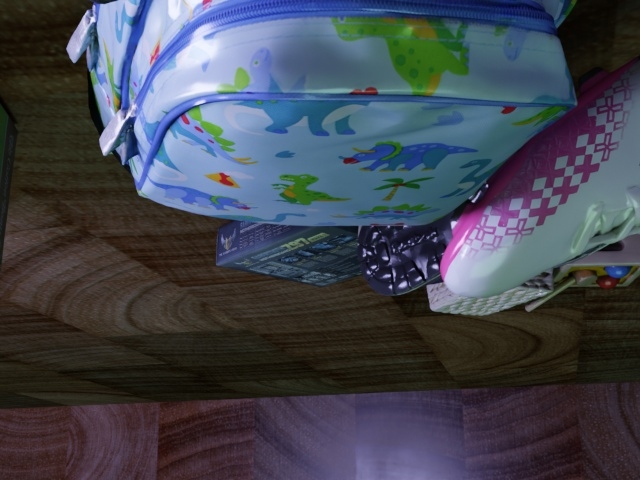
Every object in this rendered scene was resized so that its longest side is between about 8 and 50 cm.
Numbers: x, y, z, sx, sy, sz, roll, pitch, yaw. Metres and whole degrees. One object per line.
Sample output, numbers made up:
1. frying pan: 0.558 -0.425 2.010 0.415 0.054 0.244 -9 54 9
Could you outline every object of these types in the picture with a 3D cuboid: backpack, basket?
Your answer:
1. backpack: 0.004 -0.123 0.486 0.290 0.273 0.355 7 150 -14
2. basket: 0.224 0.035 1.143 0.113 0.103 0.167 7 160 -24

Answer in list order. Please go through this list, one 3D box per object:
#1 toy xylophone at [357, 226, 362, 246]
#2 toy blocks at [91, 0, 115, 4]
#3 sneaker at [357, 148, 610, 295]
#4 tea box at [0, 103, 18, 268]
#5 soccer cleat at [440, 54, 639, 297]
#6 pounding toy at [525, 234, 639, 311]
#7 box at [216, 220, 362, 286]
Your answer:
1. toy xylophone: 0.171 -0.063 0.881 0.236 0.081 0.323 3 161 -10
2. toy blocks: -0.180 -0.215 0.099 0.260 0.289 0.309 -6 164 -4
3. sneaker: 0.171 -0.021 0.760 0.124 0.107 0.283 -3 172 -42
4. tea box: -0.453 -0.061 0.657 0.329 0.220 0.323 0 162 -1
5. soccer cleat: 0.231 -0.058 0.569 0.331 0.143 0.116 -43 159 -2
6. pounding toy: 0.353 0.031 1.139 0.141 0.100 0.130 -1 161 3
7. box: 0.000 0.000 1.105 0.183 0.059 0.232 13 158 -35
